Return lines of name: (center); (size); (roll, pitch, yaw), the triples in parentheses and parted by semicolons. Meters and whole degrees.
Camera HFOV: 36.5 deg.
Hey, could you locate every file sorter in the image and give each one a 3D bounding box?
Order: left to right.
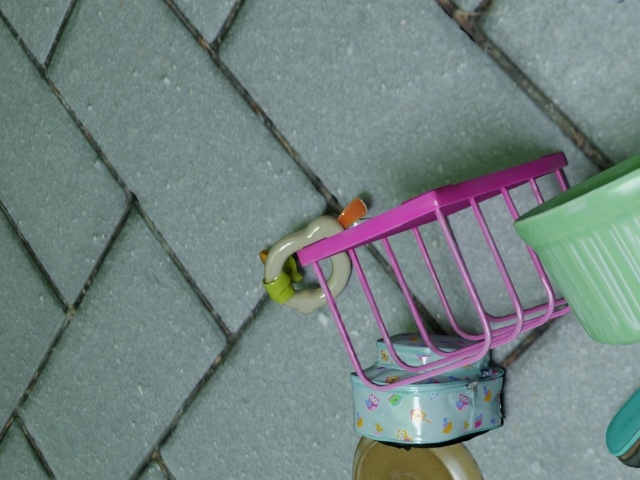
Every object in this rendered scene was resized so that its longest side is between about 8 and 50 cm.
file sorter: (0.164, 0.035, 1.119); (0.202, 0.291, 0.182); (-25, 85, 41)

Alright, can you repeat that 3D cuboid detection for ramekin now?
ramekin: (0.357, -0.020, 0.940); (0.303, 0.303, 0.148); (-28, 88, 41)

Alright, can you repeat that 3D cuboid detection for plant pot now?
plant pot: (0.132, 0.363, 1.384); (0.236, 0.032, 0.236); (10, 106, 39)

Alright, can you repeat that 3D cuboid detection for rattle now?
rattle: (0.000, 0.000, 1.426); (0.130, 0.143, 0.199); (32, 106, -4)

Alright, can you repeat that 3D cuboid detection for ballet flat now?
ballet flat: (0.416, 0.150, 1.057); (0.096, 0.095, 0.280); (16, 130, -8)

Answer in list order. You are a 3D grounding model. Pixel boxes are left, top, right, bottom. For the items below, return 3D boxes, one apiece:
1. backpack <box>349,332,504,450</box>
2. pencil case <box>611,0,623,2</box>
backpack: (0.131, 0.193, 1.245); (0.166, 0.188, 0.144); (4, 101, 41)
pencil case: (0.334, -0.384, 1.003); (0.124, 0.113, 0.273); (-100, 33, -51)
